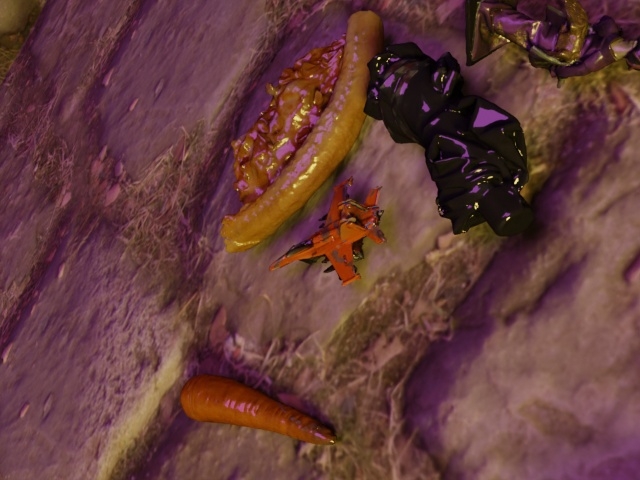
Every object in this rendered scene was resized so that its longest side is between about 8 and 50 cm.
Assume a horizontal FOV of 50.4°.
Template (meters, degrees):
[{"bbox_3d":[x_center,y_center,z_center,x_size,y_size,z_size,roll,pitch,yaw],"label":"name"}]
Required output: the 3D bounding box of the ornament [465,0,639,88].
[{"bbox_3d":[0.250,-0.201,0.670,0.203,0.088,0.081,25,57,36],"label":"ornament"}]

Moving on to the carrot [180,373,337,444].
[{"bbox_3d":[-0.082,0.200,0.808,0.256,0.061,0.061,0,71,41],"label":"carrot"}]

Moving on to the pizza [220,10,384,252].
[{"bbox_3d":[-0.034,-0.147,0.911,0.365,0.074,0.182,-53,53,11],"label":"pizza"}]

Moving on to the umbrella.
[{"bbox_3d":[0.135,-0.111,0.706,0.122,0.110,0.272,-45,45,21],"label":"umbrella"}]

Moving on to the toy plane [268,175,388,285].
[{"bbox_3d":[0.009,0.003,0.819,0.188,0.062,0.135,-37,48,44],"label":"toy plane"}]
